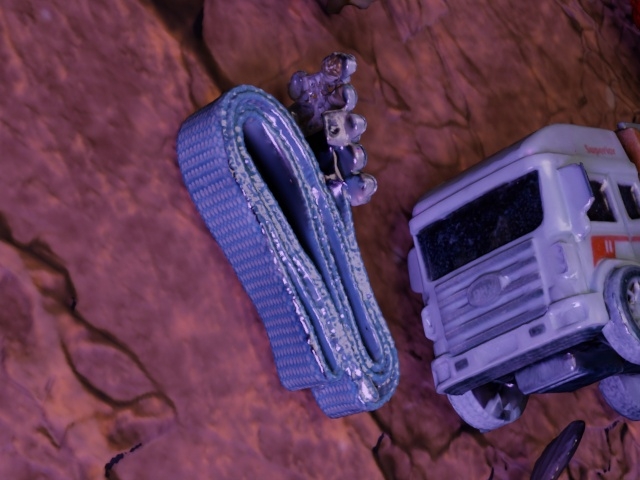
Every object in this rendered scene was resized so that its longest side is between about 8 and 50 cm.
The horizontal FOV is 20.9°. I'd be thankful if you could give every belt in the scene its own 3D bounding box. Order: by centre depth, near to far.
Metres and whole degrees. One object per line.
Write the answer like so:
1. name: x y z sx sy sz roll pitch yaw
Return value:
1. belt: -0.003 0.001 0.903 0.100 0.065 0.179 -24 93 -37

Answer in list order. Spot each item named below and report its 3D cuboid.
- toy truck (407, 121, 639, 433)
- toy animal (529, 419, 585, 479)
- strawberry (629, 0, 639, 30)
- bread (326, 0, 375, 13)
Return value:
1. toy truck: 0.188 0.012 1.026 0.305 0.136 0.162 2 66 -45
2. toy animal: 0.134 0.284 0.881 0.302 0.225 0.284 -37 82 -33
3. strawberry: 0.272 -0.127 1.204 0.188 0.082 0.121 43 30 -12
4. bread: -0.008 -0.235 0.886 0.262 0.204 0.163 20 65 -41
